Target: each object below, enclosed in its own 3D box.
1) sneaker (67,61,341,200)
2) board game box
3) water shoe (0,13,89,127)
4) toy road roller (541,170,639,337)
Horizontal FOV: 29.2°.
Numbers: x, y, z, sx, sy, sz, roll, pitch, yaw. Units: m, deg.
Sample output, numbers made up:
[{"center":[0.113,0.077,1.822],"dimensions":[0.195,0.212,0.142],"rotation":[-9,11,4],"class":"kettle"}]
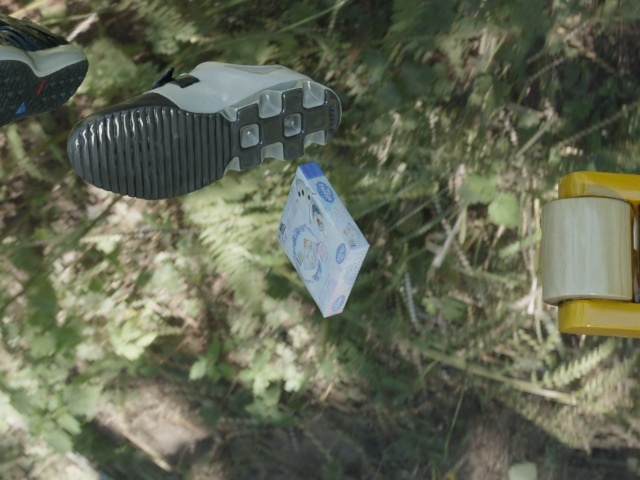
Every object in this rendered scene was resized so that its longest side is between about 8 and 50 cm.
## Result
[{"center":[-0.153,-0.142,1.457],"dimensions":[0.146,0.331,0.122],"rotation":[45,138,45],"class":"sneaker"},{"center":[0.000,0.000,0.982],"dimensions":[0.090,0.020,0.090],"rotation":[59,150,28],"class":"board game box"},{"center":[-0.255,-0.132,0.934],"dimensions":[0.080,0.203,0.073],"rotation":[37,105,7],"class":"water shoe"},{"center":[0.436,0.038,1.671],"dimensions":[0.330,0.240,0.202],"rotation":[5,78,-11],"class":"toy road roller"}]
